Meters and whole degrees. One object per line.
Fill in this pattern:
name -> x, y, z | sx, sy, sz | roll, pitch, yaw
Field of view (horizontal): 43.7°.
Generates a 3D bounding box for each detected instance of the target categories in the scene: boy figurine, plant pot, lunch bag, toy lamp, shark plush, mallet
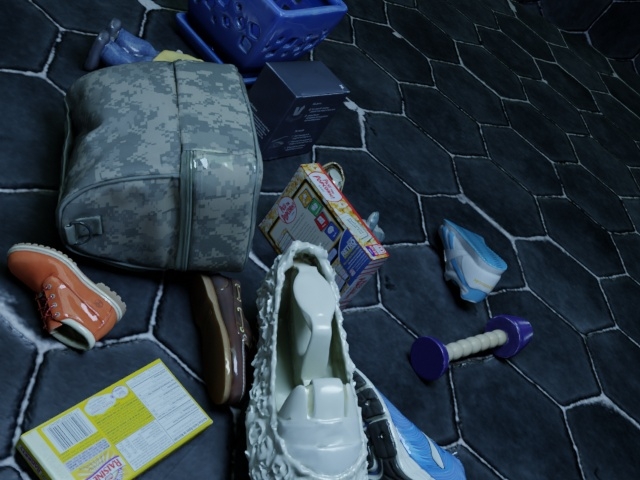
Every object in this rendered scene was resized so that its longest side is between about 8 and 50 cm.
boy figurine -> -0.250, -0.273, 1.371 | 0.285, 0.092, 0.177 | 29, 36, -14
plant pot -> -0.128, -0.438, 1.558 | 0.236, 0.212, 0.236 | 47, 36, 14
lunch bag -> -0.229, -0.109, 1.102 | 0.255, 0.213, 0.305 | 2, 43, -15
toy lamp -> 0.262, 0.172, 1.332 | 0.274, 0.080, 0.080 | -5, 53, -42
shark plush -> 0.073, 0.010, 1.371 | 0.067, 0.073, 0.161 | 61, 24, -20
mallet -> -0.087, 0.174, 1.061 | 0.062, 0.039, 0.190 | 17, 36, -32

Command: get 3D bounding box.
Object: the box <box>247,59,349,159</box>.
box -> -0.057, -0.235, 1.437 | 0.093, 0.158, 0.156 | 50, 36, 17

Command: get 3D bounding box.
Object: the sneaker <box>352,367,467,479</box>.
sneaker -> 0.099, 0.297, 1.029 | 0.330, 0.130, 0.147 | 51, 14, 29

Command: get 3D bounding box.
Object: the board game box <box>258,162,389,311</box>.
board game box -> 0.000, 0.000, 1.233 | 0.045, 0.147, 0.193 | -11, 58, -47

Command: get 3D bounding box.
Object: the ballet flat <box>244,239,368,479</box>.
ballet flat -> -0.018, 0.165, 0.959 | 0.147, 0.147, 0.409 | 17, 44, -27

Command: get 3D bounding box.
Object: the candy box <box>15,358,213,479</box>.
candy box -> -0.224, 0.216, 0.895 | 0.105, 0.027, 0.206 | 49, 37, 11

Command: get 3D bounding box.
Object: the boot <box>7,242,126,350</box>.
boot -> -0.319, 0.067, 0.957 | 0.158, 0.059, 0.085 | 35, 40, -6

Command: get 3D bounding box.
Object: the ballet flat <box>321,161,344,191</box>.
ballet flat -> 0.004, -0.072, 1.386 | 0.073, 0.067, 0.206 | 27, 37, -16

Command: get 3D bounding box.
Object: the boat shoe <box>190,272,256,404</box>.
boat shoe -> -0.119, 0.124, 1.051 | 0.073, 0.073, 0.207 | 11, 43, -28

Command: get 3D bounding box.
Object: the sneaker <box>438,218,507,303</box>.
sneaker -> 0.263, 0.032, 1.487 | 0.087, 0.092, 0.229 | 23, 18, -17
